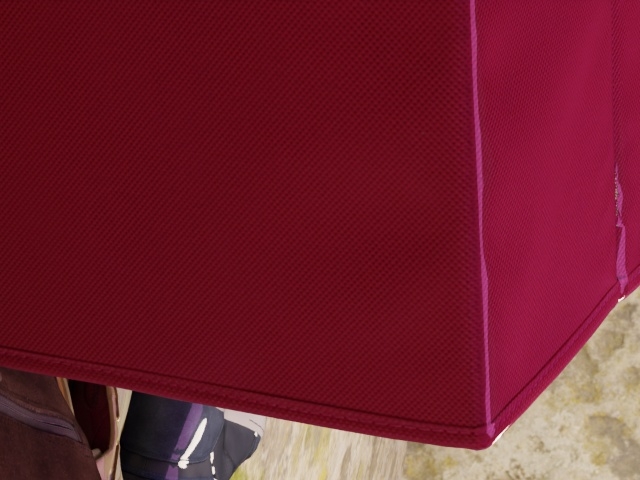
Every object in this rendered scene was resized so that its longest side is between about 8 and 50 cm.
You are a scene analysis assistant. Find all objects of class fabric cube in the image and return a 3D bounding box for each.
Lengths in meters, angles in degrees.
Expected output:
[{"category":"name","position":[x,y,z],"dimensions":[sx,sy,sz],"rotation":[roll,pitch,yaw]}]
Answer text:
[{"category":"fabric cube","position":[-0.010,-0.111,0.698],"dimensions":[0.259,0.254,0.258],"rotation":[-37,127,-54]}]

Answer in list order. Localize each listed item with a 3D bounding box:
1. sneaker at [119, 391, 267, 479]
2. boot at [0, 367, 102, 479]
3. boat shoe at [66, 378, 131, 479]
[{"category":"sneaker","position":[-0.096,0.165,1.224],"dimensions":[0.226,0.086,0.163],"rotation":[57,43,-75]},{"category":"boot","position":[-0.130,0.129,0.798],"dimensions":[0.207,0.090,0.248],"rotation":[41,25,-73]},{"category":"boat shoe","position":[-0.136,0.123,1.088],"dimensions":[0.045,0.050,0.135],"rotation":[37,55,-74]}]
